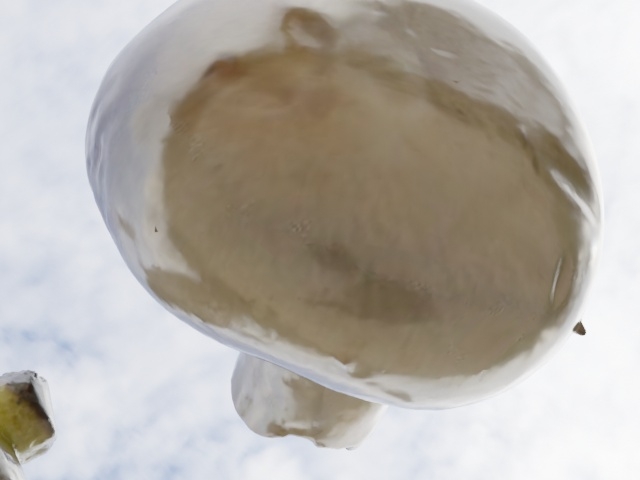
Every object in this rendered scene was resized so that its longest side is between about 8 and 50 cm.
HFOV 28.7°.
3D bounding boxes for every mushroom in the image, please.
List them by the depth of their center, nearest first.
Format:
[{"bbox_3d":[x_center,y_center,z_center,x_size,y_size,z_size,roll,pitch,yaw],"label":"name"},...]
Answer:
[{"bbox_3d":[0.000,0.000,0.711,0.292,0.293,0.290,7,-49,-20],"label":"mushroom"}]

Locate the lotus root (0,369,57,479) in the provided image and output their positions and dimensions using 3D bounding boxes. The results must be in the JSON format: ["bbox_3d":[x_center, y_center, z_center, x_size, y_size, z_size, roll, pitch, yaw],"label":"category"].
[{"bbox_3d":[-0.234,0.192,0.658,0.141,0.169,0.314,28,-130,-5],"label":"lotus root"}]
